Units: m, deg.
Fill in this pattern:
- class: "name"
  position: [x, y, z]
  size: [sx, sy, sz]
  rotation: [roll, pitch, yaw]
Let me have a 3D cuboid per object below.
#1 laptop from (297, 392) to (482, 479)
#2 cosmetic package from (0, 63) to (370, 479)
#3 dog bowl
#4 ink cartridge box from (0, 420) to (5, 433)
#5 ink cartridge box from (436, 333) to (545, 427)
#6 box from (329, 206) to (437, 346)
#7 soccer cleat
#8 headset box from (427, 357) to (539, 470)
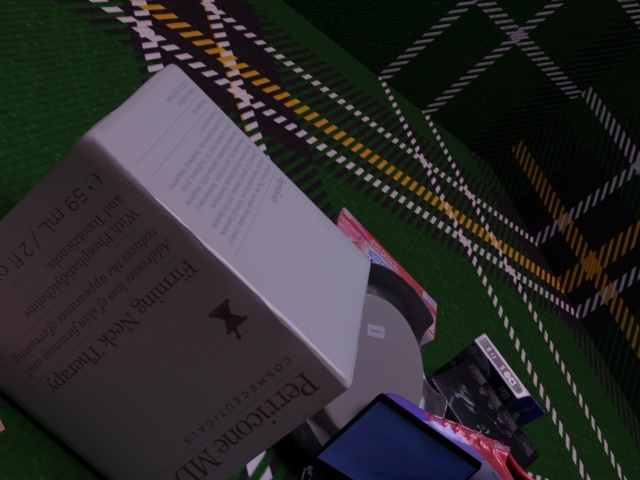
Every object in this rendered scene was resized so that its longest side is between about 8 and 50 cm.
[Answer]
- class: "laptop"
  position: [0.087, 0.392, 1.253]
  size: [0.234, 0.137, 0.264]
  rotation: [38, 51, -27]
- class: "cosmetic package"
  position: [-0.191, 0.056, 1.123]
  size: [0.394, 0.329, 0.327]
  rotation: [45, 22, -13]
- class: "dog bowl"
  position: [0.059, 0.213, 1.476]
  size: [0.349, 0.102, 0.348]
  rotation: [14, 68, -39]
- class: "ink cartridge box"
  position: [-0.424, 0.158, 0.897]
  size: [0.145, 0.045, 0.179]
  rotation: [55, 20, 13]
- class: "ink cartridge box"
  position: [0.363, 0.329, 1.947]
  size: [0.045, 0.206, 0.208]
  rotation: [-29, 75, -30]
- class: "box"
  position: [0.090, 0.102, 1.836]
  size: [0.300, 0.142, 0.154]
  rotation: [45, 22, -12]
- class: "soccer cleat"
  position: [0.223, 0.328, 1.387]
  size: [0.318, 0.116, 0.108]
  rotation: [40, 25, -1]
- class: "headset box"
  position: [0.281, 0.386, 1.769]
  size: [0.246, 0.131, 0.283]
  rotation: [56, 23, 13]
